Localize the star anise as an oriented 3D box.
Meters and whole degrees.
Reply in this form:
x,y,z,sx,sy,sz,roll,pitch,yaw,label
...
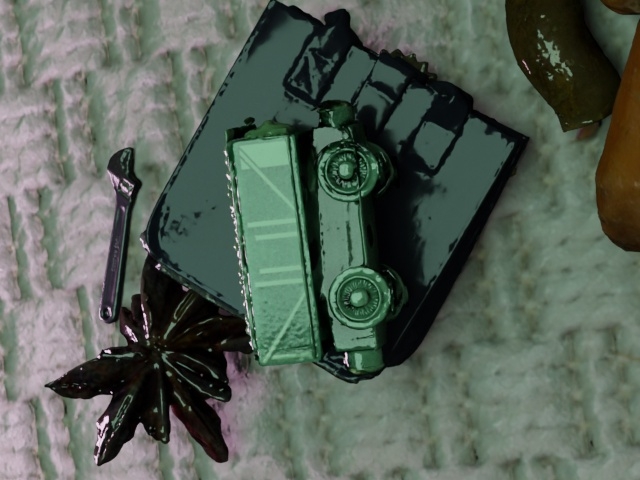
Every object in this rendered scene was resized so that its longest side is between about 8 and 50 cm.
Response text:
x,y,z,sx,sy,sz,roll,pitch,yaw,label
-0.168,0.125,1.892,0.212,0.129,0.283,28,92,21,star anise

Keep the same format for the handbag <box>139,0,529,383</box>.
x,y,z,sx,sy,sz,roll,pitch,yaw,label
0.019,-0.055,1.766,0.303,0.122,0.329,31,100,12,handbag

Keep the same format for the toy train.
x,y,z,sx,sy,sz,roll,pitch,yaw,label
0.000,0.000,1.660,0.154,0.115,0.270,-6,96,16,toy train

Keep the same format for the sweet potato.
x,y,z,sx,sy,sz,roll,pitch,yaw,label
0.237,-0.247,1.687,0.112,0.085,0.286,-2,78,-4,sweet potato

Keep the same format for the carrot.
x,y,z,sx,sy,sz,roll,pitch,yaw,label
0.329,-0.090,1.589,0.159,0.159,0.225,31,108,25,carrot

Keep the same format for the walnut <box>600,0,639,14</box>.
x,y,z,sx,sy,sz,roll,pitch,yaw,label
0.292,-0.310,1.622,0.115,0.116,0.207,-14,73,29,walnut

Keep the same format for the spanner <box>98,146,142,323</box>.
x,y,z,sx,sy,sz,roll,pitch,yaw,label
-0.238,-0.006,1.988,0.046,0.012,0.209,11,97,29,spanner
